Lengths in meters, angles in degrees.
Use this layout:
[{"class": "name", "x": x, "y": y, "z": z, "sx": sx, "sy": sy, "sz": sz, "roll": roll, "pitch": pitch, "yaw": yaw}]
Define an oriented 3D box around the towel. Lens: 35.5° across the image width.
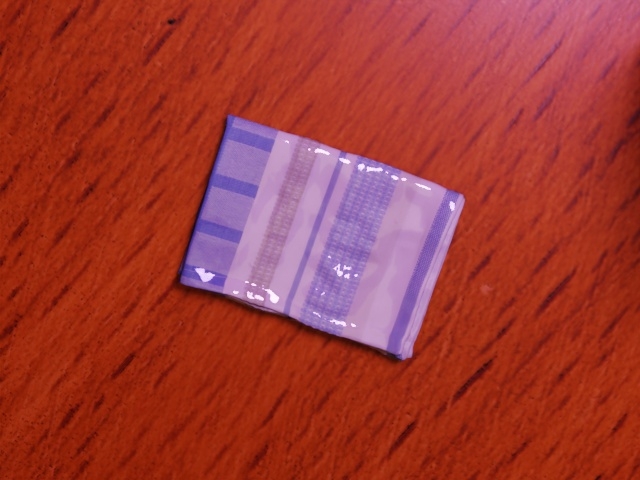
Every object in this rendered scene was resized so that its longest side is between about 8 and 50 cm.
[{"class": "towel", "x": 0.000, "y": 0.000, "z": 1.119, "sx": 0.285, "sy": 0.034, "sz": 0.209, "roll": 19, "pitch": 102, "yaw": -2}]
